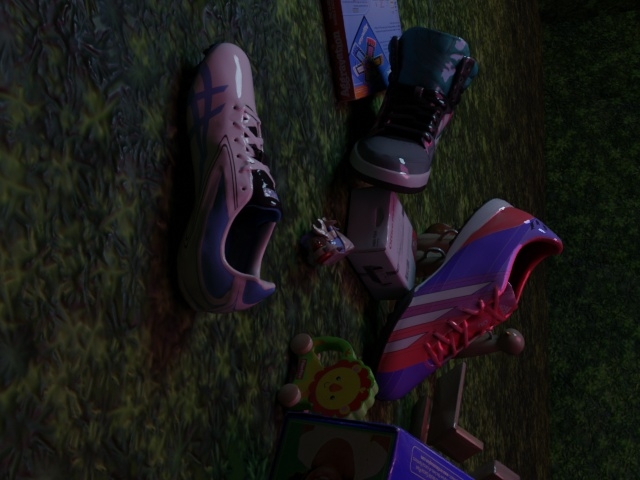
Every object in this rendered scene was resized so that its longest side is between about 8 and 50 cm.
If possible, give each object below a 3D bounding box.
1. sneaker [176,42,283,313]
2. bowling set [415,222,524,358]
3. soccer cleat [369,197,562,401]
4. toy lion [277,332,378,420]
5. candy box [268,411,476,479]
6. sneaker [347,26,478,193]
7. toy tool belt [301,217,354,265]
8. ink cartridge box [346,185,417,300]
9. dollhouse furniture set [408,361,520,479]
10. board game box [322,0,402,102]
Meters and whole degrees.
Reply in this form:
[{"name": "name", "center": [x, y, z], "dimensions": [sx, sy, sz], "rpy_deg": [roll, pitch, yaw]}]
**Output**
[{"name": "sneaker", "center": [-0.068, -0.056, 0.751], "dimensions": [0.085, 0.086, 0.237], "rpy_deg": [35, 52, -62]}, {"name": "bowling set", "center": [0.223, 0.039, 1.399], "dimensions": [0.287, 0.154, 0.199], "rpy_deg": [61, 32, -48]}, {"name": "soccer cleat", "center": [0.184, 0.088, 1.168], "dimensions": [0.318, 0.116, 0.108], "rpy_deg": [-51, 144, -12]}, {"name": "toy lion", "center": [0.011, 0.139, 0.896], "dimensions": [0.034, 0.096, 0.100], "rpy_deg": [65, 28, -43]}, {"name": "candy box", "center": [0.040, 0.344, 0.781], "dimensions": [0.268, 0.122, 0.317], "rpy_deg": [44, 53, -49]}, {"name": "sneaker", "center": [0.124, -0.178, 1.153], "dimensions": [0.295, 0.124, 0.178], "rpy_deg": [-60, 166, -65]}, {"name": "toy tool belt", "center": [0.000, 0.000, 0.983], "dimensions": [0.051, 0.052, 0.083], "rpy_deg": [55, 15, 10]}, {"name": "ink cartridge box", "center": [0.081, 0.005, 1.167], "dimensions": [0.135, 0.056, 0.099], "rpy_deg": [56, 35, -53]}, {"name": "dollhouse furniture set", "center": [0.208, 0.293, 1.318], "dimensions": [0.151, 0.144, 0.123], "rpy_deg": [36, 39, -15]}, {"name": "board game box", "center": [0.067, -0.276, 1.241], "dimensions": [0.281, 0.027, 0.145], "rpy_deg": [-36, 117, -66]}]
